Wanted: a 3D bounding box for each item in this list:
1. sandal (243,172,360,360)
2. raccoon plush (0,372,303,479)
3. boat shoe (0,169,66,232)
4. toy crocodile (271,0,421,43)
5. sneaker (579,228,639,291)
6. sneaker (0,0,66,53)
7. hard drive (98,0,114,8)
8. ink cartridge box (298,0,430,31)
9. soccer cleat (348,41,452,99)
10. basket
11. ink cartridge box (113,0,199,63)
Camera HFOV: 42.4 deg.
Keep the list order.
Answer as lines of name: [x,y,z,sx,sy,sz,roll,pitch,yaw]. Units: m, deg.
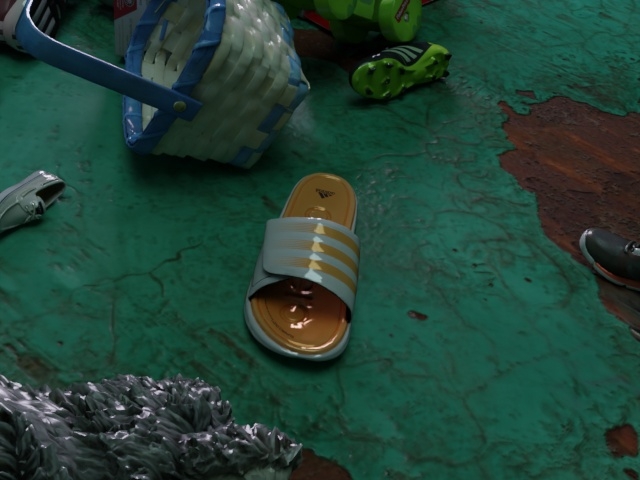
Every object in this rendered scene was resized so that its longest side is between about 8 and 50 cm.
sandal: [-0.011,-0.002,0.793,0.102,0.076,0.265,9,42,-1]
raccoon plush: [-0.191,0.083,0.431,0.299,0.446,0.216,-31,41,-20]
boat shoe: [-0.287,-0.035,0.810,0.035,0.035,0.100,19,36,14]
toy crocodile: [0.028,-0.321,1.062,0.115,0.105,0.340,10,5,42]
sneaker: [0.345,0.021,0.843,0.158,0.065,0.061,33,47,23]
sneaker: [-0.402,-0.366,1.078,0.162,0.106,0.281,8,53,6]
hard drive: [-0.157,-0.430,1.124,0.203,0.040,0.307,25,81,13]
ink cartridge box: [0.042,-0.461,1.266,0.272,0.130,0.309,37,48,26]
soccer cleat: [0.095,-0.226,1.079,0.179,0.060,0.072,-20,40,-37]
basket: [-0.169,-0.210,0.875,0.289,0.201,0.255,27,33,-29]
ink cartridge box: [-0.184,-0.275,1.031,0.135,0.099,0.056,10,31,7]
